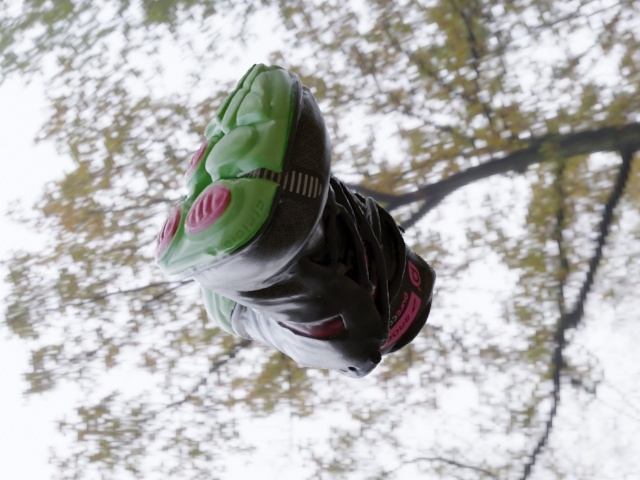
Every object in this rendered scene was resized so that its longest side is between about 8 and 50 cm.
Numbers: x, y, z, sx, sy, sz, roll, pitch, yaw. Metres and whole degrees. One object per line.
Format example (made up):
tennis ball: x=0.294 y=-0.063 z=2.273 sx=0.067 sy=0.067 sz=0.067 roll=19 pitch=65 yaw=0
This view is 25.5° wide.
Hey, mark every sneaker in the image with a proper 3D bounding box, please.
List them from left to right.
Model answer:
sneaker: x=0.000 y=0.000 z=1.130 sx=0.202 sy=0.483 sz=0.185 roll=23 pitch=-98 yaw=8
